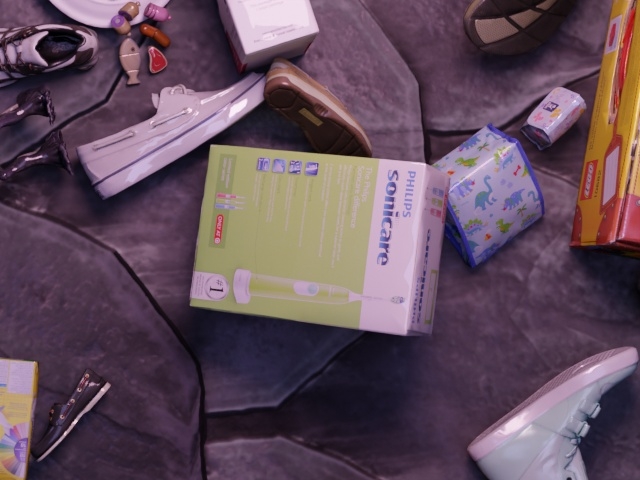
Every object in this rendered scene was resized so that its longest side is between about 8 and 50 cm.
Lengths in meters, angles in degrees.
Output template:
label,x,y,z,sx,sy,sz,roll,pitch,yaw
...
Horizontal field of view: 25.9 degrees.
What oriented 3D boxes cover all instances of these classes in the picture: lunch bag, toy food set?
label,x,y,z,sx,sy,sz,roll,pitch,yaw
lunch bag,0.215,-0.054,1.805,0.129,0.096,0.151,-36,122,-6
toy food set,-0.225,-0.264,1.774,0.078,0.019,0.122,-19,114,-13
lunch bag,0.306,-0.162,1.821,0.053,0.083,0.071,45,85,-4

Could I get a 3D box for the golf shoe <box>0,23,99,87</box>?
label,x,y,z,sx,sy,sz,roll,pitch,yaw
golf shoe,-0.378,-0.239,1.741,0.198,0.094,0.077,-14,91,-5

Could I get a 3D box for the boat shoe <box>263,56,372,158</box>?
label,x,y,z,sx,sy,sz,roll,pitch,yaw
boat shoe,0.003,-0.168,1.776,0.068,0.072,0.190,-23,134,27

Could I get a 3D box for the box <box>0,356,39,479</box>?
label,x,y,z,sx,sy,sz,roll,pitch,yaw
box,-0.416,0.236,1.752,0.105,0.043,0.179,6,86,-7

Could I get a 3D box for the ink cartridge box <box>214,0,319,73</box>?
label,x,y,z,sx,sy,sz,roll,pitch,yaw
ink cartridge box,-0.091,-0.344,1.735,0.100,0.172,0.237,-18,91,-6

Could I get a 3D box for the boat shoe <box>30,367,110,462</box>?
label,x,y,z,sx,sy,sz,roll,pitch,yaw
boat shoe,-0.323,0.221,1.759,0.042,0.049,0.133,40,78,-7

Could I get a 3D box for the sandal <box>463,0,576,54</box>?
label,x,y,z,sx,sy,sz,roll,pitch,yaw
sandal,0.289,-0.354,1.825,0.303,0.086,0.120,-46,131,-21

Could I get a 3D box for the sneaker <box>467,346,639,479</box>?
label,x,y,z,sx,sy,sz,roll,pitch,yaw
sneaker,0.336,0.256,1.809,0.256,0.094,0.151,-37,87,4

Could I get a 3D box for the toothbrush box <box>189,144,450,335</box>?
label,x,y,z,sx,sy,sz,roll,pitch,yaw
toothbrush box,0.000,0.000,1.712,0.283,0.122,0.206,6,88,21

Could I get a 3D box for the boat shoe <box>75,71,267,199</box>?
label,x,y,z,sx,sy,sz,roll,pitch,yaw
boat shoe,-0.184,-0.153,1.765,0.268,0.096,0.088,-31,97,2

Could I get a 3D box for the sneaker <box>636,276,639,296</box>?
label,x,y,z,sx,sy,sz,roll,pitch,yaw
sneaker,0.513,0.120,1.833,0.276,0.135,0.097,41,86,-28

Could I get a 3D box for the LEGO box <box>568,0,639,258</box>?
label,x,y,z,sx,sy,sz,roll,pitch,yaw
LEGO box,0.564,-0.202,1.795,0.373,0.193,0.500,11,88,-6

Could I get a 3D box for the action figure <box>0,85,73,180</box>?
label,x,y,z,sx,sy,sz,roll,pitch,yaw
action figure,-0.453,-0.104,1.703,0.276,0.141,0.164,-17,113,-10

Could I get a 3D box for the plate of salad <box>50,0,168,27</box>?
label,x,y,z,sx,sy,sz,roll,pitch,yaw
plate of salad,-0.272,-0.371,1.777,0.200,0.048,0.199,-1,94,-15
